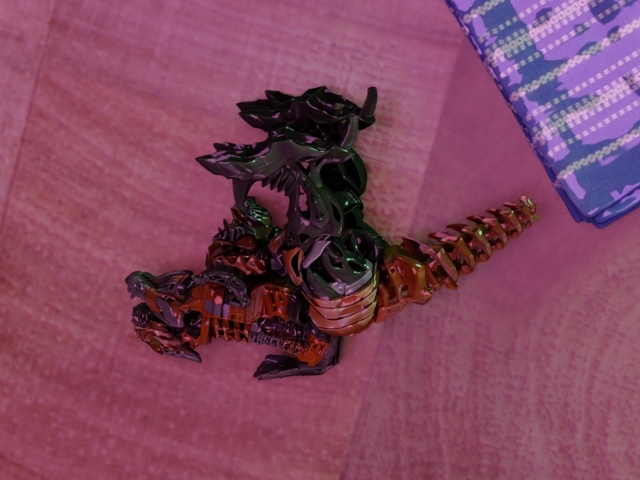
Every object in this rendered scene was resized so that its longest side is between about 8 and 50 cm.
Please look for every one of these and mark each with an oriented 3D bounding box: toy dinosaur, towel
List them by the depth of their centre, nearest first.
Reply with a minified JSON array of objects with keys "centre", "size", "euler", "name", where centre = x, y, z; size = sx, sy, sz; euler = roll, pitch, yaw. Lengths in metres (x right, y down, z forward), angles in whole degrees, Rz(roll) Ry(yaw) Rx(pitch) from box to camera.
[{"centre":[0.219,-0.206,1.472],"size":[0.243,0.040,0.336],"euler":[-32,90,12],"name":"towel"},{"centre":[0.000,0.000,1.510],"size":[0.321,0.164,0.218],"euler":[-17,108,-5],"name":"toy dinosaur"}]
